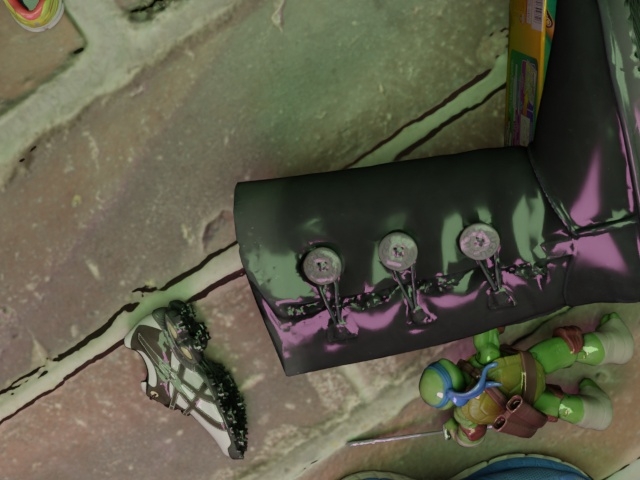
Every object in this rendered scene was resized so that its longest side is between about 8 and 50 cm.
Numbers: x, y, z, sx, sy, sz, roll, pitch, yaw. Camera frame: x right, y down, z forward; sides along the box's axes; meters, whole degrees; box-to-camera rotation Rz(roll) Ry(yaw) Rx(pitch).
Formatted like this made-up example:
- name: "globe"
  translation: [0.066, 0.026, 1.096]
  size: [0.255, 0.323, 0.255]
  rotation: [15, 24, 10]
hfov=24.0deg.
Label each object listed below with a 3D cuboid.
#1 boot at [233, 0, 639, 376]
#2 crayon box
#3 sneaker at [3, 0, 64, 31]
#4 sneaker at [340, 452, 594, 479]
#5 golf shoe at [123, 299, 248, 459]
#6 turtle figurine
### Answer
- name: "boot"
  translation: [0.123, -0.075, 1.516]
  size: [0.445, 0.146, 0.367]
  rotation: [-10, 97, 20]
- name: "crayon box"
  translation: [0.255, -0.153, 1.626]
  size: [0.081, 0.165, 0.278]
  rotation: [-1, 103, -5]
- name: "sneaker"
  translation: [-0.319, -0.321, 1.573]
  size: [0.081, 0.094, 0.208]
  rotation: [-19, 102, 1]
- name: "sneaker"
  translation: [0.171, 0.333, 1.732]
  size: [0.330, 0.147, 0.130]
  rotation: [-7, 103, -4]
- name: "golf shoe"
  translation: [-0.150, 0.168, 1.712]
  size: [0.094, 0.077, 0.198]
  rotation: [-25, 97, 12]
- name: "turtle figurine"
  translation: [0.198, 0.135, 1.717]
  size: [0.266, 0.274, 0.198]
  rotation: [3, 79, -26]
